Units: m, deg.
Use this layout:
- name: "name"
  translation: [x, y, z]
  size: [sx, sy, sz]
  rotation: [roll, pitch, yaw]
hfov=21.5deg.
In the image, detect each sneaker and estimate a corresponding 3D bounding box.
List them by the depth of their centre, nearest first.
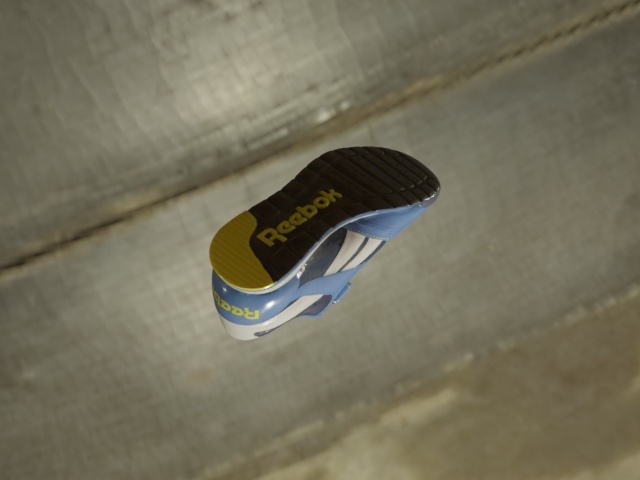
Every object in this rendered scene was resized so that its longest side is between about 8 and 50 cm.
- name: "sneaker"
  translation: [0.000, 0.000, 0.832]
  size: [0.144, 0.053, 0.059]
  rotation: [-29, 144, -34]
